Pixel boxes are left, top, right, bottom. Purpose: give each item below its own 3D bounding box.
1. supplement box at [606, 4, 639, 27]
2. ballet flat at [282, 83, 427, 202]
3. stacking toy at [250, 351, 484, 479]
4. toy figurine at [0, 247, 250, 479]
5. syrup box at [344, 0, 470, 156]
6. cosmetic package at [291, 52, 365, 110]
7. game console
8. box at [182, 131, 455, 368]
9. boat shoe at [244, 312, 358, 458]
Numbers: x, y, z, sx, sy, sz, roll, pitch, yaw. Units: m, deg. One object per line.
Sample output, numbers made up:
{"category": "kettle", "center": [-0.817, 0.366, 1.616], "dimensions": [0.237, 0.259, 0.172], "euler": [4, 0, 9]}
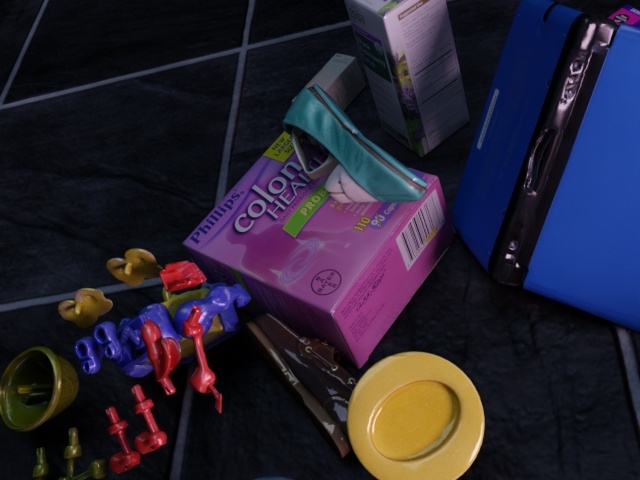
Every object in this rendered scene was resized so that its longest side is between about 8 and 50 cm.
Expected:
{"category": "supplement box", "center": [0.341, -0.175, 1.033], "dimensions": [0.220, 0.114, 0.111], "euler": [-36, 48, -9]}
{"category": "ballet flat", "center": [0.029, -0.092, 0.961], "dimensions": [0.087, 0.083, 0.247], "euler": [-50, 46, 9]}
{"category": "stacking toy", "center": [0.057, 0.288, 0.764], "dimensions": [0.309, 0.130, 0.279], "euler": [-36, 78, -5]}
{"category": "toy figurine", "center": [-0.184, 0.143, 0.969], "dimensions": [0.362, 0.217, 0.191], "euler": [-36, 76, 33]}
{"category": "syrup box", "center": [0.116, -0.236, 1.093], "dimensions": [0.096, 0.237, 0.093], "euler": [-36, 47, -11]}
{"category": "cosmetic package", "center": [0.013, -0.220, 1.247], "dimensions": [0.041, 0.060, 0.115], "euler": [22, 60, 37]}
{"category": "game console", "center": [0.289, -0.089, 0.900], "dimensions": [0.173, 0.293, 0.250], "euler": [10, 22, -14]}
{"category": "box", "center": [0.000, 0.000, 1.015], "dimensions": [0.243, 0.117, 0.213], "euler": [22, 61, 36]}
{"category": "boat shoe", "center": [-0.006, 0.148, 0.922], "dimensions": [0.073, 0.073, 0.207], "euler": [-35, 54, -14]}
